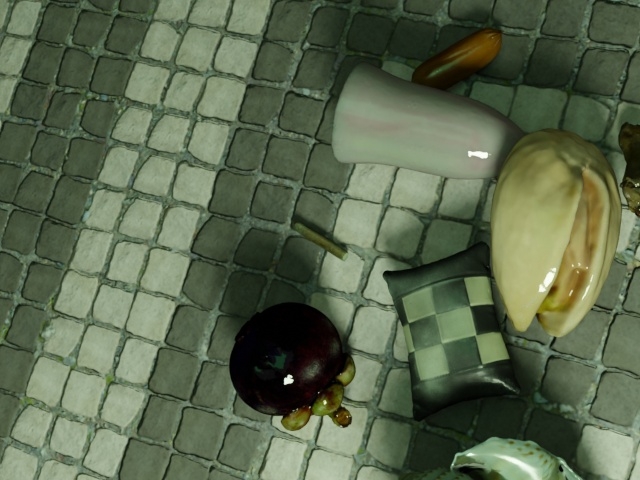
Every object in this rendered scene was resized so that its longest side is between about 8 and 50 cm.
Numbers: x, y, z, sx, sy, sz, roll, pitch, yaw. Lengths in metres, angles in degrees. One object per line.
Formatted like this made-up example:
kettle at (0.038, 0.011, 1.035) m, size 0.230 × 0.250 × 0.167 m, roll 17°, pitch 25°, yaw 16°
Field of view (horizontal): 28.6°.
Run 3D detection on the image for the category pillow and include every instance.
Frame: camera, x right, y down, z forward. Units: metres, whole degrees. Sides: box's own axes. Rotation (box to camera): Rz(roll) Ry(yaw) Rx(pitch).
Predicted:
pillow at (0.203, 0.143, 1.957) m, size 0.186 × 0.106 × 0.249 m, roll -17°, pitch 75°, yaw 26°

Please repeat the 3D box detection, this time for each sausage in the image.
sausage at (0.226, -0.295, 2.091) m, size 0.183 × 0.054 × 0.062 m, roll -28°, pitch 101°, yaw 12°

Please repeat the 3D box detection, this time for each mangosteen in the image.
mangosteen at (-0.034, 0.210, 2.015) m, size 0.230 × 0.194 × 0.194 m, roll 42°, pitch 96°, yaw -3°

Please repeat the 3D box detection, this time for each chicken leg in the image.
chicken leg at (0.490, -0.105, 1.903) m, size 0.085 × 0.069 × 0.197 m, roll -8°, pitch 54°, yaw 2°

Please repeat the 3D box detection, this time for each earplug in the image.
earplug at (0.189, -0.175, 2.029) m, size 0.301 × 0.172 × 0.172 m, roll 15°, pitch 83°, yaw 19°

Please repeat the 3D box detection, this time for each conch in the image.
conch at (0.245, 0.443, 1.800) m, size 0.303 × 0.215 × 0.319 m, roll -39°, pitch 92°, yaw -15°

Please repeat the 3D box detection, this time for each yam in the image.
yam at (0.000, 0.000, 2.129) m, size 0.116 × 0.021 × 0.021 m, roll 33°, pitch 91°, yaw 27°

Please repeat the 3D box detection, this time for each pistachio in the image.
pistachio at (0.348, -0.014, 1.900) m, size 0.194 × 0.214 × 0.318 m, roll 13°, pitch 86°, yaw -15°
